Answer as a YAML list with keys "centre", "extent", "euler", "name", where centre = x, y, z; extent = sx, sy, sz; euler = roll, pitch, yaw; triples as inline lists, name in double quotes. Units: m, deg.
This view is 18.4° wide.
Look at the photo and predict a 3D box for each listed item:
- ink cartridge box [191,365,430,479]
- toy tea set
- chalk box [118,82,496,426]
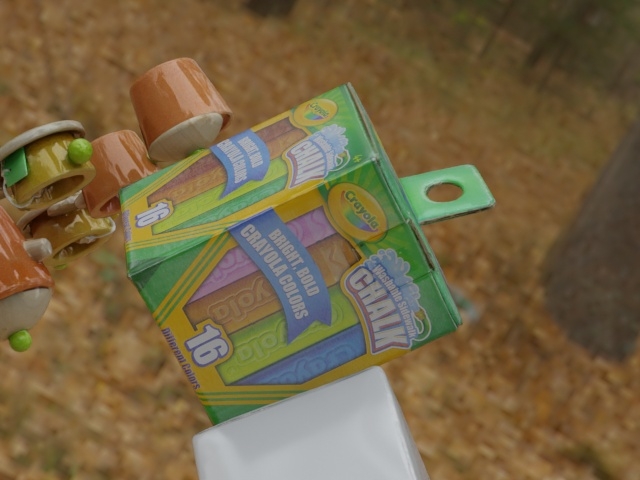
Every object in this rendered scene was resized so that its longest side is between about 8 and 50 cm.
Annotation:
- centre: [0.044, 0.263, 1.179]
  extent: [0.226, 0.131, 0.306]
  euler: [-108, 177, -48]
  name: "ink cartridge box"
- centre: [-0.191, -0.015, 1.621]
  extent: [0.200, 0.336, 0.124]
  euler: [-19, 76, -38]
  name: "toy tea set"
- centre: [0.000, 0.000, 1.214]
  extent: [0.132, 0.213, 0.132]
  euler: [62, 3, -24]
  name: "chalk box"
